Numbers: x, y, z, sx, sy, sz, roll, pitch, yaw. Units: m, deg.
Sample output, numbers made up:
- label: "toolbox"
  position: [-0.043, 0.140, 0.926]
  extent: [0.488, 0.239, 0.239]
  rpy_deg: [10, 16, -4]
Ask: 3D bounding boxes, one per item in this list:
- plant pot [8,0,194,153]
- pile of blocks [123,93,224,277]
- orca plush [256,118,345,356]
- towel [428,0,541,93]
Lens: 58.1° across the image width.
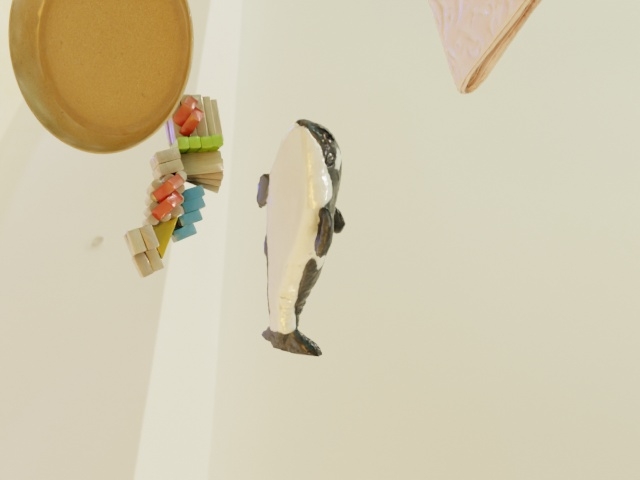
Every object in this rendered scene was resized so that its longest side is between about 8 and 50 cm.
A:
- label: "plant pot"
  position: [-0.233, -0.213, 0.621]
  extent: [0.236, 0.237, 0.032]
  rpy_deg: [0, -171, 19]
- label: "pile of blocks"
  position: [-0.245, -0.104, 1.036]
  extent: [0.112, 0.148, 0.363]
  rpy_deg: [-8, -113, 66]
- label: "orca plush"
  position: [0.000, 0.000, 0.703]
  extent: [0.102, 0.288, 0.151]
  rpy_deg: [-8, -169, -35]
- label: "towel"
  position: [0.269, -0.466, 0.937]
  extent: [0.053, 0.317, 0.332]
  rpy_deg: [-2, -113, -19]
